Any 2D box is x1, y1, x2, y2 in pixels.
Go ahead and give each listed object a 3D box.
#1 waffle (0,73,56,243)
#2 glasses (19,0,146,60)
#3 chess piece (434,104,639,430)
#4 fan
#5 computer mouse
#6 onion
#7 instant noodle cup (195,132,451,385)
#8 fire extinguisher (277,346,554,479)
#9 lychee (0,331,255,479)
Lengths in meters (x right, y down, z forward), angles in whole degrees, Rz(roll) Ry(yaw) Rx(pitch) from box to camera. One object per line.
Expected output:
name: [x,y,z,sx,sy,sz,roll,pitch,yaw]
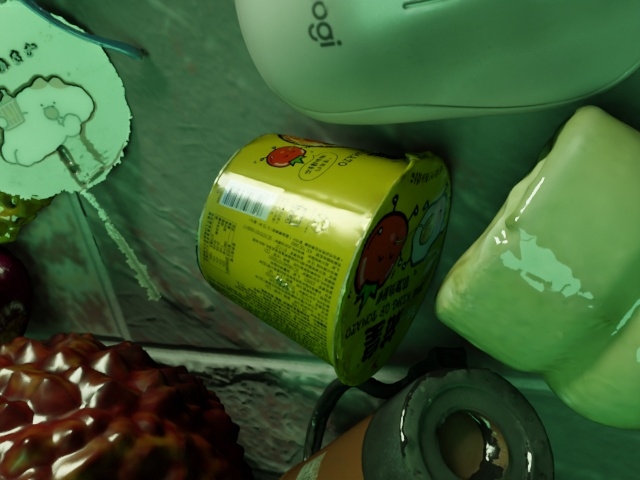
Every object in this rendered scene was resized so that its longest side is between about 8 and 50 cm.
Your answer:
waffle: [-0.405,-0.109,0.727,0.291,0.051,0.291,9,120,16]
glasses: [-0.200,-0.267,0.559,0.220,0.088,0.189,37,129,-22]
chess piece: [0.297,0.102,0.422,0.442,0.234,0.234,37,127,9]
fan: [-0.246,-0.071,0.677,0.190,0.009,0.329,-26,112,10]
computer mouse: [0.067,-0.164,0.436,0.296,0.121,0.184,4,117,25]
onion: [-0.452,0.070,0.809,0.218,0.140,0.195,26,122,11]
instant noodle cup: [0.000,0.000,0.534,0.144,0.182,0.182,22,125,25]
fire extinguisher: [0.044,0.199,0.583,0.113,0.200,0.376,34,141,-1]
lychee: [-0.268,0.321,0.684,0.424,0.424,0.500,32,125,6]
